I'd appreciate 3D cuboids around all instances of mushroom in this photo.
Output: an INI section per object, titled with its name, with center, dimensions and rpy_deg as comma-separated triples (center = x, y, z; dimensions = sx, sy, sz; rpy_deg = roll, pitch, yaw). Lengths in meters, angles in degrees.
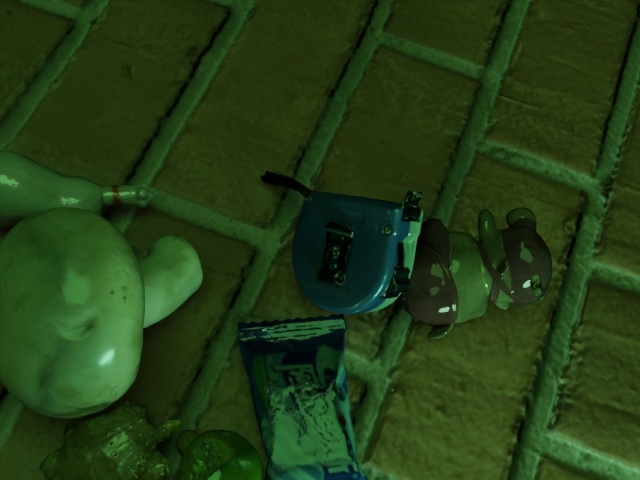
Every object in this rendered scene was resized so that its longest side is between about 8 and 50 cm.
[mushroom]
center = -0.369, 0.079, 1.202
dimensions = 0.315, 0.315, 0.355
rpy_deg = 15, 54, 2

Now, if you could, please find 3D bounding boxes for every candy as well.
[candy]
center = -0.020, 0.276, 1.256
dimensions = 0.187, 0.077, 0.331
rpy_deg = -7, 67, -6

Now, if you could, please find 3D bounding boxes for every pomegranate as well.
[pomegranate]
center = -0.150, 0.352, 1.187
dimensions = 0.122, 0.169, 0.143
rpy_deg = 20, 98, -23

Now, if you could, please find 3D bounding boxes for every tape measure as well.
[tape measure]
center = 0.000, 0.000, 1.358
dimensions = 0.352, 0.098, 0.215
rpy_deg = 12, 96, 38

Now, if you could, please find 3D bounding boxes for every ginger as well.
[ginger]
center = -0.306, 0.321, 1.188
dimensions = 0.216, 0.102, 0.157
rpy_deg = -29, 75, -6

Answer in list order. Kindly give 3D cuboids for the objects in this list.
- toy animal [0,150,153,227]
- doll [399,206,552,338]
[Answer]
[toy animal]
center = -0.444, -0.062, 1.364
dimensions = 0.283, 0.138, 0.140
rpy_deg = 16, 70, -23
[doll]
center = 0.254, 0.049, 1.349
dimensions = 0.256, 0.152, 0.196
rpy_deg = -14, 73, 3
